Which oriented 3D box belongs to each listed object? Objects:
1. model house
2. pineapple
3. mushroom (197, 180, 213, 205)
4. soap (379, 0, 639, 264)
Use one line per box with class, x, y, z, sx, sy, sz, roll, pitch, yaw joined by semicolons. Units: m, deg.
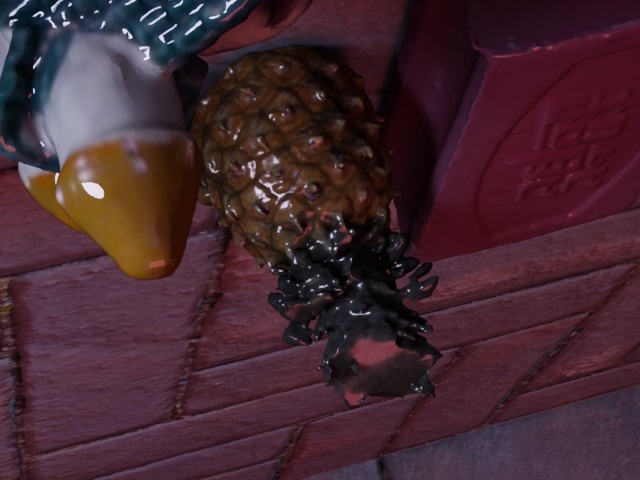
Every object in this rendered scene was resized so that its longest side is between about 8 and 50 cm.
model house;-0.084;-0.106;0.656;0.271;0.301;0.190;-29;151;27
pineapple;0.000;0.000;1.018;0.158;0.279;0.158;-18;163;-6
mushroom;-0.151;-0.077;1.039;0.068;0.043;0.306;-50;150;12
soap;0.177;-0.123;1.071;0.233;0.128;0.359;-14;158;-11
